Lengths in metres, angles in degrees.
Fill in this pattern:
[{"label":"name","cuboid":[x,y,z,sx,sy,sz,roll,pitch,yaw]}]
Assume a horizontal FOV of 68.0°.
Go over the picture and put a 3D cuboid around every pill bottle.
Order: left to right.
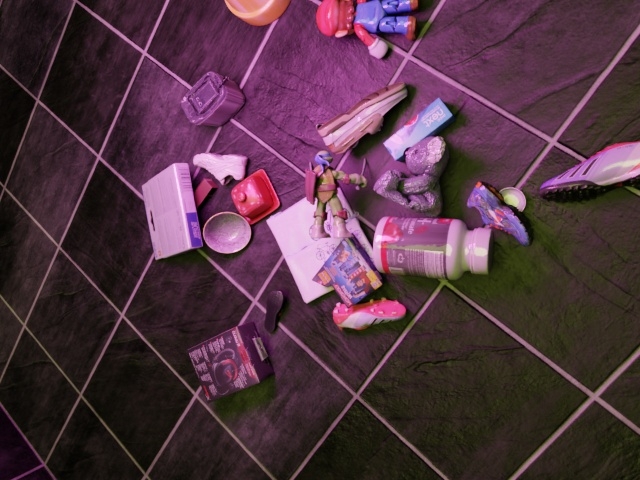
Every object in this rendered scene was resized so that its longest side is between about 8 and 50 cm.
[{"label":"pill bottle","cuboid":[0.328,0.023,1.379,0.319,0.176,0.176,4,95,26]}]

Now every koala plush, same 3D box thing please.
[{"label":"koala plush","cuboid":[0.300,-0.202,1.384,0.203,0.196,0.221,29,105,10]}]

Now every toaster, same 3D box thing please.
[{"label":"toaster","cuboid":[-0.376,-0.508,1.709,0.227,0.146,0.129,-37,78,24]}]

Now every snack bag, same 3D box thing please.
[{"label":"snack bag","cuboid":[0.000,0.000,1.618,0.323,0.037,0.342,-30,80,25]}]

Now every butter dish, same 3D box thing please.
[{"label":"butter dish","cuboid":[-0.253,-0.155,1.687,0.160,0.118,0.160,-30,80,25]}]

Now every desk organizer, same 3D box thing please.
[{"label":"desk organizer","cuboid":[-0.453,-0.174,1.824,0.050,0.047,0.130,46,111,14]}]

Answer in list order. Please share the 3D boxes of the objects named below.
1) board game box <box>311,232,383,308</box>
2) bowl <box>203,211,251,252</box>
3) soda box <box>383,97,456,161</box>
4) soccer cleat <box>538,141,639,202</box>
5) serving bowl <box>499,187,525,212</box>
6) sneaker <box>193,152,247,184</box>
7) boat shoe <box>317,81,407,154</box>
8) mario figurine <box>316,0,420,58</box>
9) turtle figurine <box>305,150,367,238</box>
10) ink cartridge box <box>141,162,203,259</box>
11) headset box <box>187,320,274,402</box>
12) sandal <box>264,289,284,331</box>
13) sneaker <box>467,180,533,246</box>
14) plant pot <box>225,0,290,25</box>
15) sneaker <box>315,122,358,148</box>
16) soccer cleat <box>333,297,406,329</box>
[{"label":"board game box","cuboid":[0.078,0.111,1.536,0.194,0.060,0.194,-39,80,23]},{"label":"bowl","cuboid":[-0.344,-0.045,1.743,0.170,0.170,0.080,-54,27,19]},{"label":"soda box","cuboid":[0.298,-0.330,1.433,0.210,0.067,0.071,-37,77,22]},{"label":"soccer cleat","cuboid":[0.729,-0.183,1.223,0.318,0.109,0.116,-15,66,28]},{"label":"serving bowl","cuboid":[0.540,-0.108,1.349,0.083,0.027,0.083,2,94,27]},{"label":"sneaker","cuboid":[-0.380,-0.265,1.761,0.232,0.090,0.115,8,100,26]},{"label":"boat shoe","cuboid":[0.144,-0.381,1.482,0.302,0.113,0.103,-29,111,10]},{"label":"mario figurine","cuboid":[0.145,-0.693,1.480,0.321,0.170,0.198,8,60,15]},{"label":"turtle figurine","cuboid":[0.051,-0.141,1.499,0.198,0.275,0.266,-1,92,3]},{"label":"ink cartridge box","cuboid":[-0.585,-0.103,1.859,0.330,0.071,0.324,-14,87,50]},{"label":"headset box","cuboid":[-0.323,0.446,1.762,0.293,0.110,0.218,-29,81,25]},{"label":"sandal","cuboid":[-0.165,0.251,1.717,0.067,0.040,0.179,31,120,27]},{"label":"sneaker","cuboid":[0.501,-0.065,1.322,0.221,0.083,0.087,52,125,20]},{"label":"plant pot","cuboid":[-0.249,-0.883,1.574,0.254,0.239,0.254,2,94,25]},{"label":"sneaker","cuboid":[0.048,-0.344,1.556,0.158,0.065,0.061,25,104,23]},{"label":"soccer cleat","cuboid":[0.160,0.246,1.541,0.248,0.083,0.095,-5,122,21]}]
